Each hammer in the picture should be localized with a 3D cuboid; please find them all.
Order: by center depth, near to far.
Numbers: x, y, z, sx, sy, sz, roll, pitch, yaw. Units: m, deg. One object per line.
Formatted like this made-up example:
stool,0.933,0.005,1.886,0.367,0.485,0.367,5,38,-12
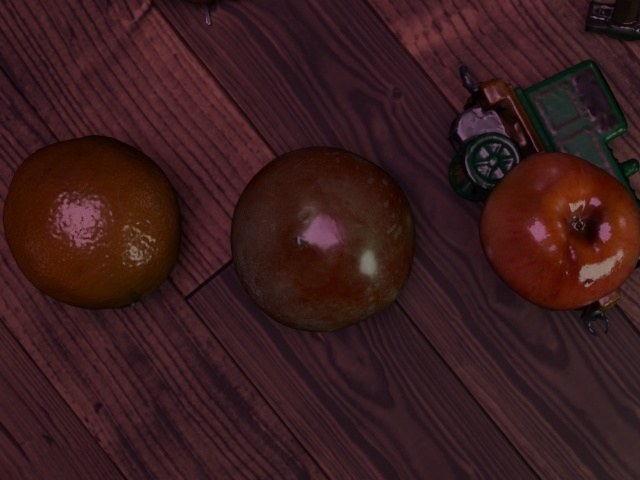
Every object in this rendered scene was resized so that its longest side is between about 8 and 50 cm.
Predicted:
hammer,0.421,-0.359,1.700,0.111,0.365,0.043,13,76,10

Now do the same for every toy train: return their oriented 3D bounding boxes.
toy train,0.337,-0.077,1.819,0.249,0.178,0.429,-28,88,-4

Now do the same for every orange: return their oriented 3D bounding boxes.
orange,-0.327,-0.021,1.868,0.264,0.264,0.264,0,91,7

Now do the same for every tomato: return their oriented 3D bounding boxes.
tomato,0.000,0.000,1.831,0.270,0.222,0.270,0,88,8

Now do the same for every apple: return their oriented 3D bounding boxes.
apple,0.306,-0.014,1.642,0.209,0.164,0.210,1,84,-6

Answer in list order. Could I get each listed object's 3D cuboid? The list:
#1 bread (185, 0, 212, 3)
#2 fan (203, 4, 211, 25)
bread,-0.196,-0.475,1.867,0.190,0.123,0.244,-8,88,-23
fan,-0.183,-0.390,1.951,0.085,0.005,0.133,-15,89,7
